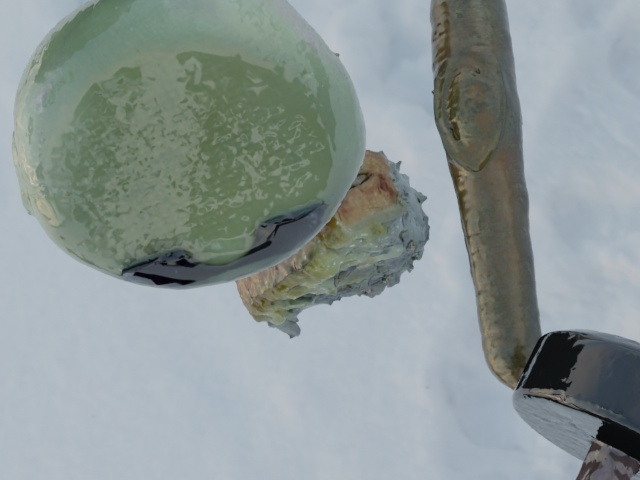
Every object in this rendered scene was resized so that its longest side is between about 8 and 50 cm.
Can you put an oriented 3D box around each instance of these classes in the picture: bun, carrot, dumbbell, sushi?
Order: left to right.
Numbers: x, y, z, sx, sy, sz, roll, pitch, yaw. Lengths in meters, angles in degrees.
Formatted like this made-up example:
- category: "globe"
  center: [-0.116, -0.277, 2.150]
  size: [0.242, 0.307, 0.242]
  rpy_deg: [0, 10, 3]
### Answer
- category: "bun"
  center: [-0.115, -0.108, 1.148]
  size: [0.293, 0.293, 0.187]
  rpy_deg: [-48, 28, 19]
- category: "sushi"
  center: [0.000, 0.000, 1.521]
  size: [0.274, 0.184, 0.139]
  rpy_deg: [-36, 67, 43]
- category: "carrot"
  center: [0.126, -0.048, 1.012]
  size: [0.070, 0.070, 0.342]
  rpy_deg: [-15, 74, 35]
- category: "dumbbell"
  center: [0.162, 0.180, 0.837]
  size: [0.152, 0.152, 0.218]
  rpy_deg: [14, 69, 40]
